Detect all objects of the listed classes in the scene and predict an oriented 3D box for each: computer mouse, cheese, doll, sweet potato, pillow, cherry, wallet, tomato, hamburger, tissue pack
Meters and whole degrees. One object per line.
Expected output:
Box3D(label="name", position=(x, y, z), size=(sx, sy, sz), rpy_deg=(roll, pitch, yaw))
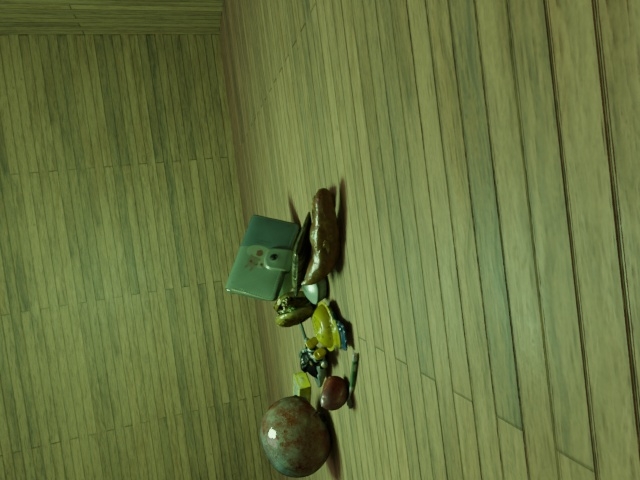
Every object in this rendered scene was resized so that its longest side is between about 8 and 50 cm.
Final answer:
Box3D(label="computer mouse", position=(-0.036, 0.132, 1.636), size=(0.231, 0.079, 0.128), rpy_deg=(-111, 24, -48))
Box3D(label="cheese", position=(0.031, 0.300, 1.492), size=(0.270, 0.069, 0.177), rpy_deg=(-171, 73, -71))
Box3D(label="doll", position=(-0.028, 0.455, 1.681), size=(0.145, 0.103, 0.316), rpy_deg=(29, 152, 14))
Box3D(label="sweet potato", position=(0.014, 0.006, 1.363), size=(0.095, 0.106, 0.355), rpy_deg=(-73, -6, -60))
Box3D(label="pillow", position=(-0.062, 0.046, 1.495), size=(0.208, 0.052, 0.212), rpy_deg=(-77, -7, -46))
Box3D(label="cherry", position=(0.050, 0.522, 1.487), size=(0.126, 0.087, 0.106), rpy_deg=(-74, -34, -61))
Box3D(label="wallet", position=(-0.231, 0.068, 1.815), size=(0.083, 0.252, 0.360), rpy_deg=(58, -135, -63))
Box3D(label="tomato", position=(-0.100, 0.809, 1.826), size=(0.316, 0.282, 0.317), rpy_deg=(45, 152, 32))
Box3D(label="hamburger", position=(-0.102, 0.279, 1.778), size=(0.177, 0.185, 0.113), rpy_deg=(36, -142, -57))
Box3D(label="tissue pack", position=(-0.090, 0.725, 2.115), size=(0.095, 0.062, 0.176), rpy_deg=(-122, 30, -50))

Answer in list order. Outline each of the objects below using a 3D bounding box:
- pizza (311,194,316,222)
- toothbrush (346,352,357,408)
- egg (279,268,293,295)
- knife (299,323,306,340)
Box3D(label="pizza", position=(0.004, -0.097, 1.427), size=(0.195, 0.052, 0.185), rpy_deg=(104, 160, -62))
Box3D(label="toothbrush", position=(0.102, 0.454, 1.412), size=(0.024, 0.018, 0.257), rpy_deg=(-125, 31, -52))
Box3D(label="egg", position=(-0.201, 0.108, 1.948), size=(0.203, 0.203, 0.283), rpy_deg=(125, 132, -67))
Box3D(label="knife", position=(-0.089, 0.404, 2.045), size=(0.028, 0.015, 0.210), rpy_deg=(107, 151, -41))
